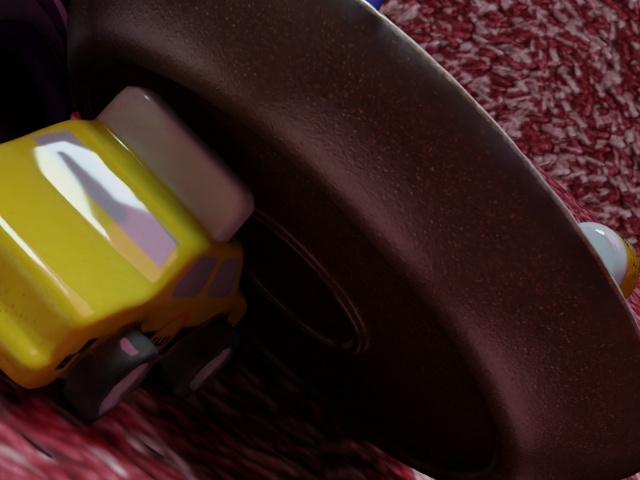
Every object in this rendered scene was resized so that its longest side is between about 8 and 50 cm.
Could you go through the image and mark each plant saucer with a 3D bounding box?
[{"bbox_3d":[0.000,0.000,0.723,0.310,0.050,0.310,40,-17,15],"label":"plant saucer"}]

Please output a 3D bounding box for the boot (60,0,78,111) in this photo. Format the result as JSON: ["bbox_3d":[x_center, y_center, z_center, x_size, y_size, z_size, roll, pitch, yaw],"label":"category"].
[{"bbox_3d":[-0.115,-0.129,0.835,0.106,0.082,0.219,28,-29,-22],"label":"boot"}]

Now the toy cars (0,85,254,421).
[{"bbox_3d":[-0.141,-0.053,0.588,0.394,0.087,0.176,35,12,-37],"label":"toy cars"}]

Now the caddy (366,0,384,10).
[{"bbox_3d":[-0.083,-0.261,1.430,0.341,0.179,0.241,40,-6,-11],"label":"caddy"}]

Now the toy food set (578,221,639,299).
[{"bbox_3d":[0.127,0.105,0.840,0.104,0.111,0.232,18,58,-67],"label":"toy food set"}]

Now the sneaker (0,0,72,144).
[{"bbox_3d":[-0.179,-0.115,0.731,0.224,0.083,0.098,36,17,-36],"label":"sneaker"}]
